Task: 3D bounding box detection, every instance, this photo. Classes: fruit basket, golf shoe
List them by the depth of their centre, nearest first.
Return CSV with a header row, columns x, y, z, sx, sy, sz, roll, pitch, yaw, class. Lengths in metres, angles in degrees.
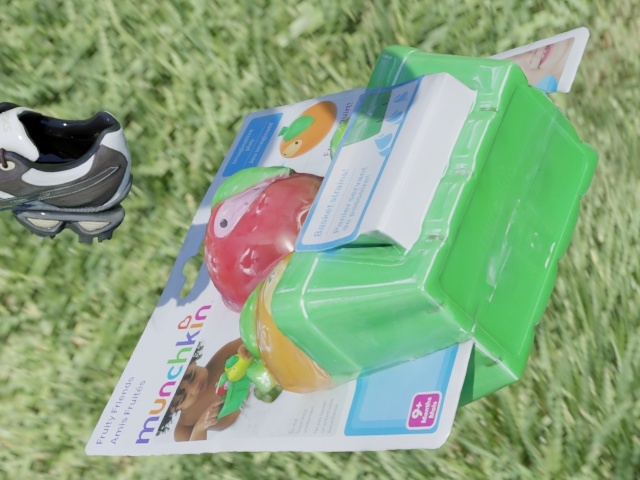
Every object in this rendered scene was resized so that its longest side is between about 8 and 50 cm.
x,y,z,sx,sy,sz,roll,pitch,yaw,class
-0.211,-0.048,1.075,0.198,0.094,0.077,-5,51,-19,golf shoe
0.000,0.000,1.243,0.353,0.165,0.327,-3,52,41,fruit basket
